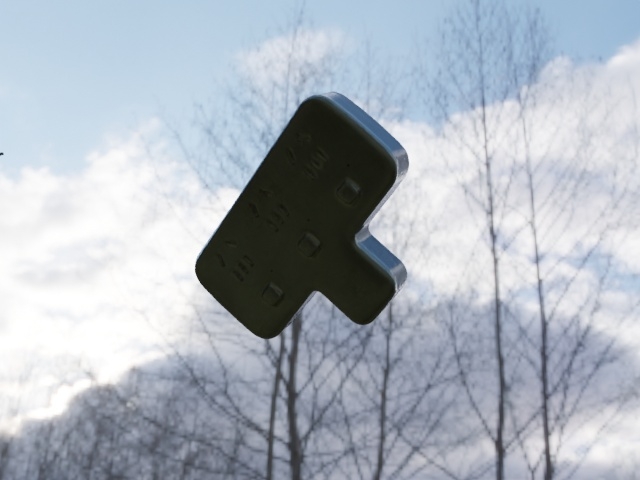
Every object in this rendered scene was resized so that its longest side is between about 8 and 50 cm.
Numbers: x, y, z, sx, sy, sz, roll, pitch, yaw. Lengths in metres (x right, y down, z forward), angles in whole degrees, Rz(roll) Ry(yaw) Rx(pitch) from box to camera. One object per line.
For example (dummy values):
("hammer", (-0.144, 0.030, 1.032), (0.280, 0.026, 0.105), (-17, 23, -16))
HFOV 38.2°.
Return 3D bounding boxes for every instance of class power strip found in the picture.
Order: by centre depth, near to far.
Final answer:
("power strip", (0.000, 0.000, 0.952), (0.193, 0.059, 0.265), (42, -61, 9))

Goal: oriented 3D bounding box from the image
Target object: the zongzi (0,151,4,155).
("zongzi", (-0.339, -0.118, 0.631), (0.184, 0.187, 0.084), (-22, 20, -21))
